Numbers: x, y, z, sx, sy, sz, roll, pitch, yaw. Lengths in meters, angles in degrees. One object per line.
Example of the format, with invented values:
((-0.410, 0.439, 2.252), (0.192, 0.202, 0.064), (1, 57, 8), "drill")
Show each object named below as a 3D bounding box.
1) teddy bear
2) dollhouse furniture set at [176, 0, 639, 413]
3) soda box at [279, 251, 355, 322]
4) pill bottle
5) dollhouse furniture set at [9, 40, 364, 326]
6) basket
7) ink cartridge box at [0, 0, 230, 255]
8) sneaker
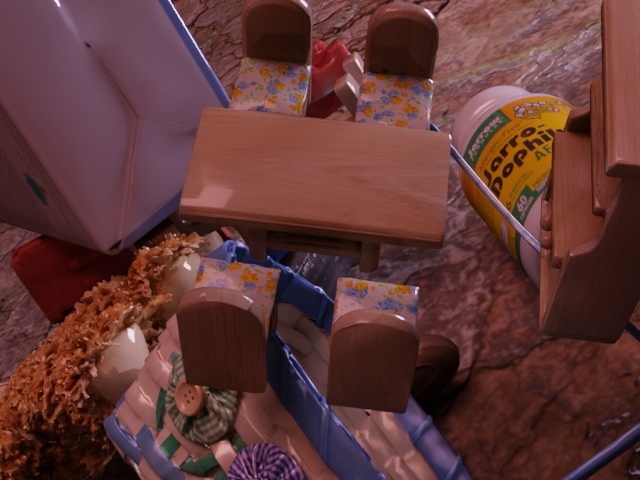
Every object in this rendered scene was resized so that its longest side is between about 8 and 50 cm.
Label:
((-0.197, 0.112, 0.844), (0.245, 0.113, 0.338), (-63, 11, -28), "teddy bear")
((0.051, -0.041, 0.560), (0.242, 0.161, 0.212), (7, 56, 3), "dollhouse furniture set")
((0.000, 0.000, 1.009), (0.053, 0.060, 0.169), (-11, 38, 41), "soda box")
((0.179, -0.047, 0.857), (0.117, 0.117, 0.208), (-31, 31, 4), "pill bottle")
((-0.082, -0.041, 1.008), (0.374, 0.152, 0.201), (-25, 23, 21), "dollhouse furniture set")
((0.033, 0.095, 0.667), (0.289, 0.201, 0.255), (-44, 62, 4), "basket")
((-0.257, -0.151, 0.907), (0.151, 0.270, 0.395), (-39, 22, -23), "ink cartridge box")
((0.030, 0.144, 0.800), (0.188, 0.066, 0.071), (-33, 48, 10), "sneaker")
